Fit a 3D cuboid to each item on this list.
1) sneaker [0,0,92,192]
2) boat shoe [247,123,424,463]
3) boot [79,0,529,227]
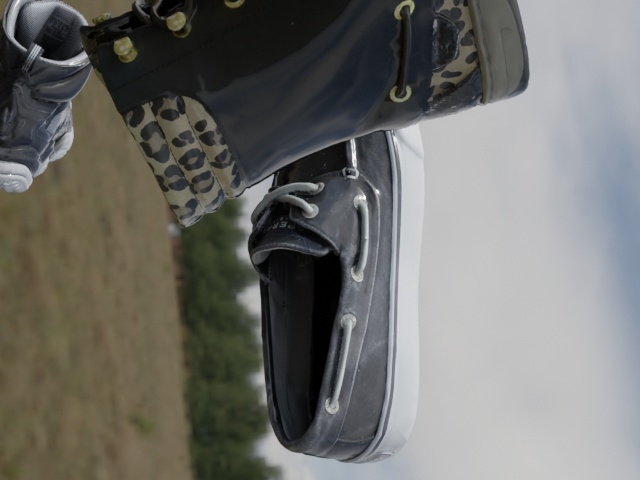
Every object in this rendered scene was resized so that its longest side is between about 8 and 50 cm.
[{"bbox_3d":[-0.251,-0.148,1.481,0.153,0.101,0.268,-60,-172,18],"label":"sneaker"},{"bbox_3d":[0.000,0.000,1.129,0.108,0.102,0.301,-12,-107,44],"label":"boat shoe"},{"bbox_3d":[-0.023,-0.126,0.689,0.236,0.178,0.085,67,-4,-33],"label":"boot"}]
